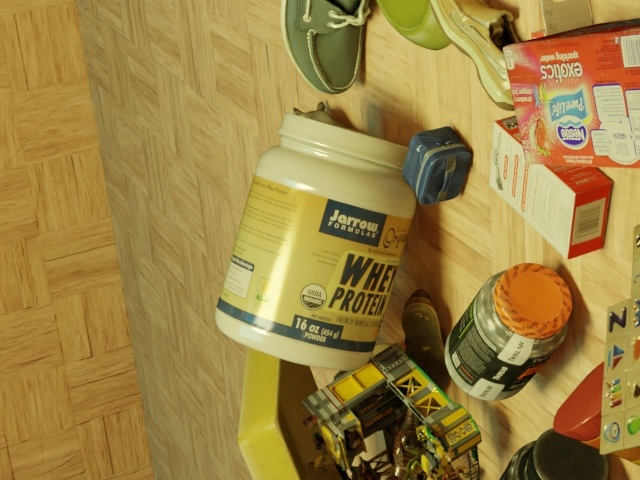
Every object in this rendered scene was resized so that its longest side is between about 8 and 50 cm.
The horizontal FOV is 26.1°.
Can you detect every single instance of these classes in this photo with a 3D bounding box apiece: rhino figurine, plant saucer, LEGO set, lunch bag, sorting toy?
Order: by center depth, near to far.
[{"bbox_3d":[0.383,0.184,1.407,0.126,0.127,0.365,46,158,-7],"label":"sorting toy"},{"bbox_3d":[0.111,-0.357,1.758,0.241,0.037,0.241,50,148,47],"label":"plant saucer"},{"bbox_3d":[0.153,-0.096,1.791,0.065,0.067,0.098,59,153,34],"label":"lunch bag"},{"bbox_3d":[0.098,0.324,1.953,0.255,0.192,0.331,49,161,32],"label":"LEGO set"},{"bbox_3d":[-0.044,0.312,2.048,0.333,0.081,0.333,-89,-19,-63],"label":"plant saucer"},{"bbox_3d":[0.016,-0.141,2.105,0.243,0.073,0.106,-130,27,-50],"label":"rhino figurine"}]

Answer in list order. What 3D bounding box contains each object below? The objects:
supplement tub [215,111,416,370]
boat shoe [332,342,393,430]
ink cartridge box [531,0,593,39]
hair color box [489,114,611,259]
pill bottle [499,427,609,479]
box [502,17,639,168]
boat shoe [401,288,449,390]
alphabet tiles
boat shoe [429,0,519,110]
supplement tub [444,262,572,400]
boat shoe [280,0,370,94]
[{"bbox_3d":[0.000,0.000,1.904,0.228,0.228,0.316,26,101,63],"label":"supplement tub"},{"bbox_3d":[0.070,0.236,2.220,0.302,0.109,0.098,123,165,-69],"label":"boat shoe"},{"bbox_3d":[0.256,-0.206,1.454,0.029,0.062,0.115,8,111,65],"label":"ink cartridge box"},{"bbox_3d":[0.258,-0.065,1.569,0.167,0.053,0.093,50,149,46],"label":"hair color box"},{"bbox_3d":[0.275,0.319,1.697,0.219,0.122,0.123,105,144,-54],"label":"pill bottle"},{"bbox_3d":[0.295,-0.143,1.315,0.257,0.122,0.128,-170,67,-68],"label":"box"},{"bbox_3d":[0.153,0.147,1.993,0.060,0.064,0.178,-78,-17,-51],"label":"boat shoe"},{"bbox_3d":[0.339,0.079,1.348,0.198,0.009,0.237,146,137,-60],"label":"alphabet tiles"},{"bbox_3d":[0.196,-0.244,1.599,0.190,0.068,0.072,57,142,17],"label":"boat shoe"},{"bbox_3d":[0.229,0.110,1.676,0.190,0.117,0.117,113,137,-60],"label":"supplement tub"},{"bbox_3d":[0.014,-0.333,1.908,0.099,0.116,0.320,39,144,47],"label":"boat shoe"}]
